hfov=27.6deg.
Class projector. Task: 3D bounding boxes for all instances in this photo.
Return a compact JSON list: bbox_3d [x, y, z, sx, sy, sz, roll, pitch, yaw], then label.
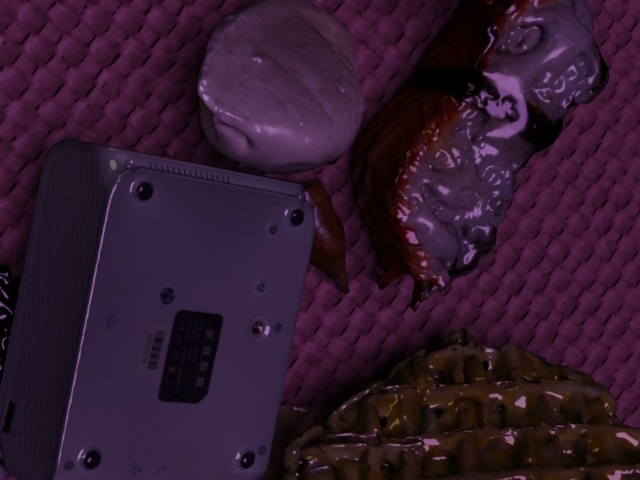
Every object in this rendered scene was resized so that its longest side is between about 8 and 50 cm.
[{"bbox_3d":[-0.119,0.062,0.989,0.198,0.108,0.250,10,92,-42],"label":"projector"}]

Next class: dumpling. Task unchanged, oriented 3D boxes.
[{"bbox_3d":[-0.033,-0.123,1.036,0.176,0.092,0.150,2,73,-28],"label":"dumpling"}]

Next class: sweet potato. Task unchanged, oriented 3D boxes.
[{"bbox_3d":[0.000,0.000,1.096,0.049,0.049,0.117,-35,118,-15],"label":"sweet potato"}]

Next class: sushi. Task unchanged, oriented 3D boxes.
[{"bbox_3d":[0.135,-0.100,1.090,0.130,0.124,0.332,40,82,-19],"label":"sushi"}]

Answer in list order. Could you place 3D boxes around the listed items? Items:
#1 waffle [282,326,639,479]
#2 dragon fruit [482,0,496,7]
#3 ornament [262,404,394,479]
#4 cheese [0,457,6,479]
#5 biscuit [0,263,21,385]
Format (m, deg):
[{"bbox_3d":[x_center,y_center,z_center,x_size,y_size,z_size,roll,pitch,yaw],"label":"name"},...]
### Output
[{"bbox_3d":[0.127,0.199,1.009,0.317,0.297,0.073,-38,148,-27],"label":"waffle"},{"bbox_3d":[0.135,-0.360,1.061,0.205,0.152,0.317,38,88,-9],"label":"dragon fruit"},{"bbox_3d":[-0.003,0.200,1.078,0.180,0.059,0.201,42,50,12],"label":"ornament"},{"bbox_3d":[-0.274,0.245,0.993,0.092,0.047,0.171,-14,114,-24],"label":"cheese"},{"bbox_3d":[-0.302,0.086,0.974,0.194,0.053,0.195,-3,98,-22],"label":"biscuit"}]
